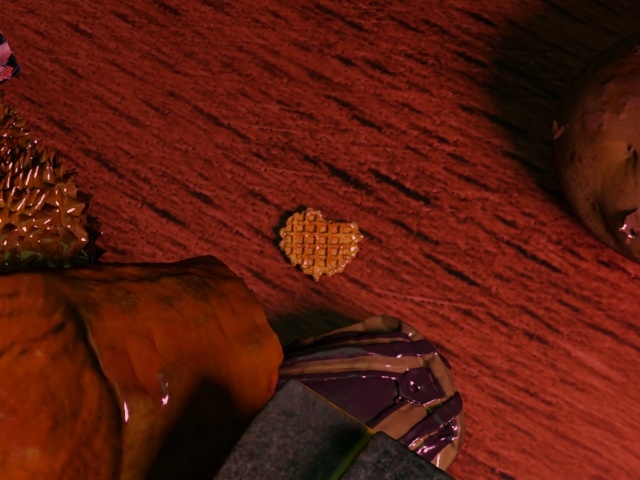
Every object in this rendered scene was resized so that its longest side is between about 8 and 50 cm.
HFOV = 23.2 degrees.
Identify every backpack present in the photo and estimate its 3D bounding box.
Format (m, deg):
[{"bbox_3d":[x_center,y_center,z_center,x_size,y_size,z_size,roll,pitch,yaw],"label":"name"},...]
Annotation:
[{"bbox_3d":[0.017,0.180,1.520,0.253,0.140,0.207,-23,71,-2],"label":"backpack"}]

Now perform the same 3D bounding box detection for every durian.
[{"bbox_3d":[-0.345,-0.002,1.561,0.258,0.258,0.293,-21,60,-6],"label":"durian"}]

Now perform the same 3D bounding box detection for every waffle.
[{"bbox_3d":[-0.002,0.001,1.659,0.085,0.016,0.078,32,73,15],"label":"waffle"}]

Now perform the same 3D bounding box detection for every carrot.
[{"bbox_3d":[-0.205,0.136,1.395,0.340,0.241,0.241,-8,61,-43],"label":"carrot"}]

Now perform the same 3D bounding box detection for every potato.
[{"bbox_3d":[0.420,-0.116,1.580,0.359,0.219,0.270,-28,63,-11],"label":"potato"}]

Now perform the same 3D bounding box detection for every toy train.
[{"bbox_3d":[0.096,0.282,1.260,0.442,0.272,0.179,31,76,24],"label":"toy train"}]

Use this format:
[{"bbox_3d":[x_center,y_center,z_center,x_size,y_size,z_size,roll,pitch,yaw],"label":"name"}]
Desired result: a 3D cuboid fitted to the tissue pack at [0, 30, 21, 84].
[{"bbox_3d":[-0.432,-0.192,1.716,0.170,0.090,0.103,-32,71,-12],"label":"tissue pack"}]
